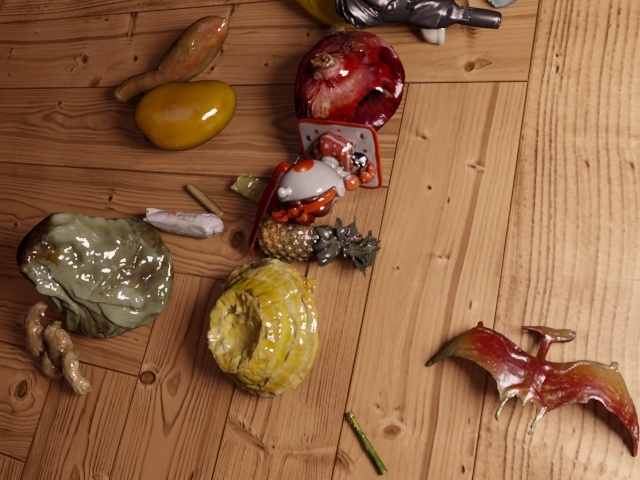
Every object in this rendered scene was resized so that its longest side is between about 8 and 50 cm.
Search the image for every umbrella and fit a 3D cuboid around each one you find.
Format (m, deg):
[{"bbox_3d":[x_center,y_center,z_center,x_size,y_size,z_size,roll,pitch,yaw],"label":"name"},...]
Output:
[{"bbox_3d":[0.196,-0.474,1.149,0.340,0.118,0.118,14,78,8],"label":"umbrella"}]

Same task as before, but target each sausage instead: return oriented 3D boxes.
[{"bbox_3d":[-0.277,-0.097,1.345,0.132,0.024,0.024,41,91,28],"label":"sausage"}]

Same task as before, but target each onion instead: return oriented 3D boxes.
[{"bbox_3d":[0.046,-0.325,1.179,0.252,0.219,0.252,-4,81,28],"label":"onion"}]

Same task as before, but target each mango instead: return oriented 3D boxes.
[{"bbox_3d":[-0.331,-0.304,1.374,0.254,0.139,0.175,-5,74,14],"label":"mango"}]

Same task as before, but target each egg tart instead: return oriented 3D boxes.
[{"bbox_3d":[-0.133,0.170,1.108,0.290,0.115,0.290,-6,80,37],"label":"egg tart"}]

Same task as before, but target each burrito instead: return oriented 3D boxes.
[{"bbox_3d":[-0.321,-0.041,1.324,0.203,0.064,0.064,8,76,21],"label":"burrito"}]

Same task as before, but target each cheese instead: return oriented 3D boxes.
[{"bbox_3d":[-0.159,-0.124,1.297,0.084,0.041,0.060,26,91,12],"label":"cheese"}]

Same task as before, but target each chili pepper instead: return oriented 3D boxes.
[{"bbox_3d":[-0.099,-0.093,1.244,0.063,0.071,0.272,26,85,8],"label":"chili pepper"}]

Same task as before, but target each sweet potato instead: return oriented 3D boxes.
[{"bbox_3d":[-0.378,-0.458,1.468,0.385,0.109,0.109,-28,64,25],"label":"sweet potato"}]

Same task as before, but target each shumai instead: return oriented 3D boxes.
[{"bbox_3d":[-0.522,0.063,1.260,0.304,0.263,0.309,27,84,29],"label":"shumai"}]

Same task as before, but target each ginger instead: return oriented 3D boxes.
[{"bbox_3d":[-0.621,0.274,1.330,0.258,0.065,0.149,47,125,17],"label":"ginger"}]

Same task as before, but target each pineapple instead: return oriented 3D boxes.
[{"bbox_3d":[0.000,0.000,1.154,0.251,0.125,0.125,12,77,20],"label":"pineapple"}]

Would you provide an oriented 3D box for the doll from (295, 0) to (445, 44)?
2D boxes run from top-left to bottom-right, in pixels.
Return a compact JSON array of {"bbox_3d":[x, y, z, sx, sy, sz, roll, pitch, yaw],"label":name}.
[{"bbox_3d":[0.108,-0.561,1.277,0.423,0.161,0.348,-17,83,24],"label":"doll"}]

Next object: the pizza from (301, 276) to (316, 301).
[{"bbox_3d":[-0.066,0.126,1.171,0.175,0.046,0.134,30,86,28],"label":"pizza"}]

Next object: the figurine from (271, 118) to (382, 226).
[{"bbox_3d":[-0.007,-0.110,1.109,0.183,0.160,0.226,11,46,25],"label":"figurine"}]

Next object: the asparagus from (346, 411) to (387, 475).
[{"bbox_3d":[0.084,0.374,1.043,0.015,0.018,0.127,-25,62,-15],"label":"asparagus"}]

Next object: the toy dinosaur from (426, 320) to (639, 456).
[{"bbox_3d":[0.345,0.239,0.949,0.327,0.113,0.206,-3,45,10],"label":"toy dinosaur"}]

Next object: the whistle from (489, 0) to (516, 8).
[{"bbox_3d":[0.352,-0.671,1.208,0.189,0.189,0.348,-19,77,16],"label":"whistle"}]
